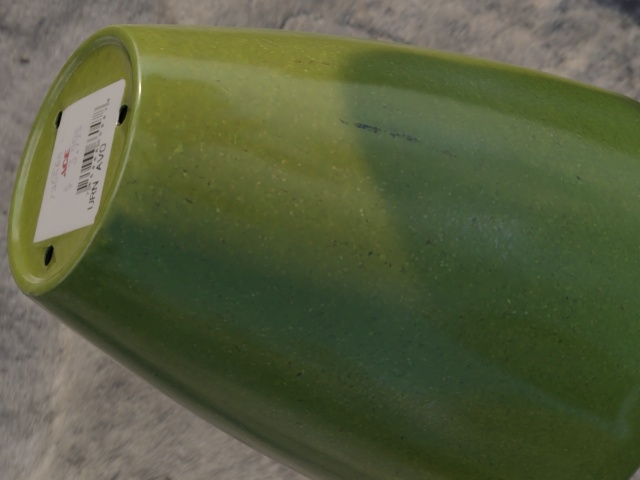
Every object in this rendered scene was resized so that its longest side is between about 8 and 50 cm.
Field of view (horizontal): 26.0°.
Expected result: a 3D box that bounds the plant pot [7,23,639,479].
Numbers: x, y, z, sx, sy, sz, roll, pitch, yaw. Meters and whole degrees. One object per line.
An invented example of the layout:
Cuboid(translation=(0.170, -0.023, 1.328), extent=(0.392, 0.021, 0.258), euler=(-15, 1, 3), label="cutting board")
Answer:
Cuboid(translation=(0.000, 0.000, 0.728), extent=(0.294, 0.275, 0.274), euler=(20, 71, -31), label="plant pot")
